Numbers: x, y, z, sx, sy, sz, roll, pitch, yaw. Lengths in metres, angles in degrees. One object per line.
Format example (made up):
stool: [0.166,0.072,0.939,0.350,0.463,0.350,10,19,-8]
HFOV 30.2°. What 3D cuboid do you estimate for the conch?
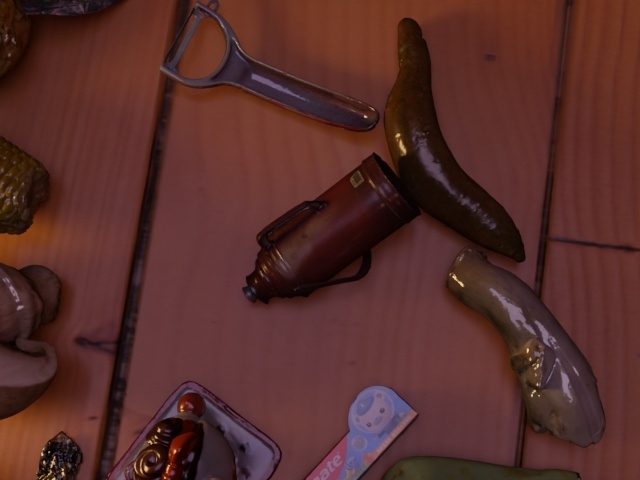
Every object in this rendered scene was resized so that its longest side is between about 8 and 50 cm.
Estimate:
conch: [0.175,0.331,1.379,0.251,0.137,0.143,13,53,-15]

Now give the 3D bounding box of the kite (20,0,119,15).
kite: [-0.364,-0.407,1.533,0.152,0.015,0.285,-18,75,-36]

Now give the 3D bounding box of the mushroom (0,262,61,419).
mushroom: [-0.425,0.099,1.404,0.189,0.195,0.253,-29,86,29]

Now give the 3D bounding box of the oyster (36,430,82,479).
oyster: [-0.317,0.272,1.436,0.054,0.019,0.083,7,80,3]

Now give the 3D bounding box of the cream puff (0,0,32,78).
cream puff: [-0.457,-0.272,1.480,0.189,0.129,0.189,-1,81,4]

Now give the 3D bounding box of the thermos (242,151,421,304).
thermos: [-0.001,-0.003,1.424,0.232,0.124,0.099,-36,44,11]

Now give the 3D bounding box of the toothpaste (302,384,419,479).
toothpaste: [0.028,0.256,1.420,0.070,0.044,0.193,43,83,9]

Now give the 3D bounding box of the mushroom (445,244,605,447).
mushroom: [0.248,0.124,1.418,0.099,0.096,0.278,-28,80,-34]

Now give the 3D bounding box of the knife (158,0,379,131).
knife: [-0.052,-0.205,1.497,0.278,0.053,0.123,24,77,4]

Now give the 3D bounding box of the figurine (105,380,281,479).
figurine: [-0.157,0.265,1.330,0.160,0.226,0.183,37,83,6]

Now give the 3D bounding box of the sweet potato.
sweet potato: [0.138,-0.114,1.470,0.108,0.079,0.346,-16,77,-29]

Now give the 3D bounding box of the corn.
corn: [-0.496,-0.115,1.455,0.345,0.131,0.131,24,81,4]
